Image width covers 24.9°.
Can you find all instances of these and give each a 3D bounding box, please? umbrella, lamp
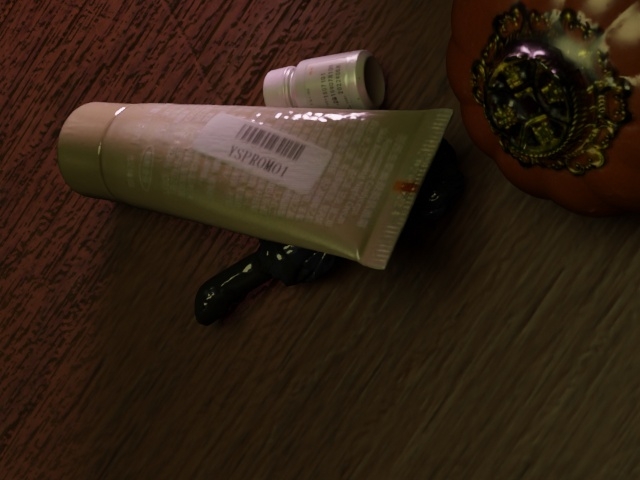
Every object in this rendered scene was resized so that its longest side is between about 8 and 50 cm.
[{"bbox_3d":[-0.003,-0.007,1.128,0.248,0.071,0.071,-27,67,18],"label":"umbrella"},{"bbox_3d":[0.189,-0.122,0.980,0.223,0.196,0.223,21,127,31],"label":"lamp"}]

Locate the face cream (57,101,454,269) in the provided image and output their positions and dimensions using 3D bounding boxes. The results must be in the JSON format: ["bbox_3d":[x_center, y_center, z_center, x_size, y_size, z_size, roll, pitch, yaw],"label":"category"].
[{"bbox_3d":[-0.063,-0.058,1.136,0.341,0.084,0.137,8,63,37],"label":"face cream"}]

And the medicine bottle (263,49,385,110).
[{"bbox_3d":[0.003,-0.121,1.160,0.089,0.052,0.052,-6,75,26],"label":"medicine bottle"}]
